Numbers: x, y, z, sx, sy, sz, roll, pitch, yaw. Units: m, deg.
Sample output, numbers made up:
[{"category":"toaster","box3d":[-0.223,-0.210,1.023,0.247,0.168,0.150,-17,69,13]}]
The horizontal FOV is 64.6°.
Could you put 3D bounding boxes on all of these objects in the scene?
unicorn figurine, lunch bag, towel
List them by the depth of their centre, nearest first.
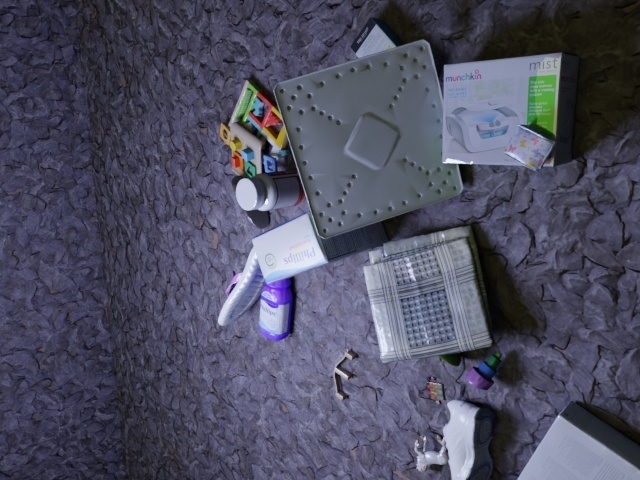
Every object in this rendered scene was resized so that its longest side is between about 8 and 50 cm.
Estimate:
[{"category":"lunch bag","box3d":[0.432,-0.189,1.038,0.083,0.053,0.071,44,126,38]},{"category":"towel","box3d":[0.272,0.140,1.330,0.312,0.056,0.324,-17,71,30]},{"category":"unicorn figurine","box3d":[0.325,0.634,1.500,0.162,0.060,0.111,-13,91,44]}]

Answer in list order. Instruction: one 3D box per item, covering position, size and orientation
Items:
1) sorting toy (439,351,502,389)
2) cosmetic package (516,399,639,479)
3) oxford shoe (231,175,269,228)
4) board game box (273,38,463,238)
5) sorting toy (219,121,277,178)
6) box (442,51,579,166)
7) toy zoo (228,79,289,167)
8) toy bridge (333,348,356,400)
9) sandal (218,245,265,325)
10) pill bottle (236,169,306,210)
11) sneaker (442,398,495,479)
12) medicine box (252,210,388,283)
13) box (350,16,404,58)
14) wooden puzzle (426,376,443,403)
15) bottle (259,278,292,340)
[{"category":"sorting toy","box3d":[0.339,0.239,1.379,0.365,0.127,0.126,40,102,31]},{"category":"cosmetic package","box3d":[0.627,0.616,1.194,0.284,0.097,0.377,36,123,34]},{"category":"oxford shoe","box3d":[-0.250,-0.137,1.843,0.212,0.076,0.076,62,174,0]},{"category":"board game box","box3d":[0.124,-0.245,1.253,0.050,0.390,0.389,-125,17,-76]},{"category":"sorting toy","box3d":[-0.274,-0.296,1.799,0.348,0.047,0.196,39,139,33]},{"category":"box","box3d":[0.422,-0.290,1.144,0.262,0.127,0.231,11,109,41]},{"category":"toy zoo","box3d":[-0.197,-0.389,1.748,0.293,0.030,0.192,48,127,23]},{"category":"toy bridge","box3d":[0.076,0.444,1.705,0.063,0.026,0.188,27,117,36]},{"category":"sandal","box3d":[-0.270,0.135,1.859,0.102,0.169,0.416,41,113,24]},{"category":"pill bottle","box3d":[-0.156,-0.160,1.634,0.121,0.221,0.121,12,108,41]},{"category":"sneaker","box3d":[0.402,0.576,1.405,0.129,0.111,0.297,22,111,54]},{"category":"medicine box","box3d":[0.000,0.000,1.484,0.263,0.289,0.149,-22,85,43]},{"category":"box","box3d":[0.190,-0.473,1.352,0.244,0.060,0.100,56,129,17]},{"category":"wooden puzzle","box3d":[0.335,0.438,1.479,0.049,0.006,0.083,-2,98,43]},{"category":"bottle","box3d":[-0.157,0.214,1.815,0.118,0.092,0.282,22,114,38]}]
